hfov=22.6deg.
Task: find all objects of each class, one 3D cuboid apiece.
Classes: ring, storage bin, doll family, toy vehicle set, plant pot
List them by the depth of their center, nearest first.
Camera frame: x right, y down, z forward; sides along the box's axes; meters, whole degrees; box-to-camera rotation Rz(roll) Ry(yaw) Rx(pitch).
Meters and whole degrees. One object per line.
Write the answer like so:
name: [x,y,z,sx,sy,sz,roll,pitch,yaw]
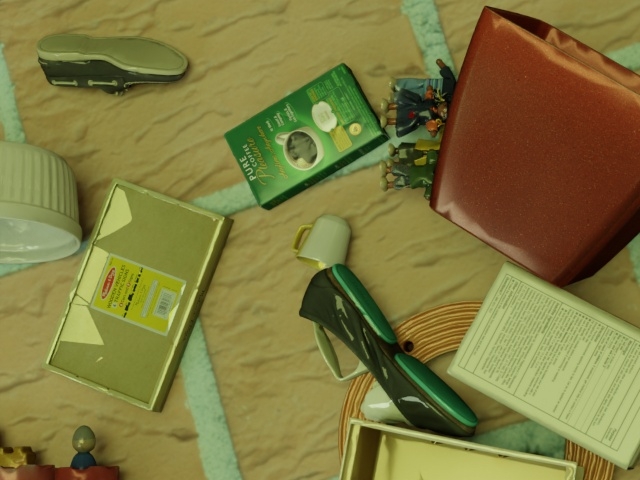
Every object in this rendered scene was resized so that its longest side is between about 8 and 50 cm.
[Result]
plant pot: [0.275,-0.096,1.838,0.267,0.267,0.235,33,105,17]
storage bin: [0.149,0.356,1.839,0.262,0.123,0.260,9,86,16]
ring: [0.186,0.239,1.924,0.337,0.032,0.336,-2,82,14]
doll family: [0.136,-0.137,1.966,0.111,0.076,0.193,-4,79,20]
toy vehicle set: [-0.235,0.069,2.059,0.166,0.035,0.266,21,88,17]

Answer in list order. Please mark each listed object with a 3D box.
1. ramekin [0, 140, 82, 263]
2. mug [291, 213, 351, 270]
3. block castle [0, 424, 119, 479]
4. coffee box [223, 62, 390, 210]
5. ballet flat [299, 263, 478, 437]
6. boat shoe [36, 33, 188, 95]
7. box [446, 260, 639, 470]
ramekin: [-0.407,-0.050,2.041,0.207,0.207,0.109,-5,72,15]
mug: [0.002,0.000,1.993,0.078,0.062,0.064,19,80,10]
block castle: [-0.494,0.330,1.958,0.453,0.303,0.212,-4,81,14]
coffee box: [-0.019,-0.130,2.024,0.184,0.040,0.113,-31,75,9]
ballet flat: [0.073,0.151,1.911,0.096,0.095,0.280,-48,62,15]
boat shoe: [-0.271,-0.226,2.108,0.206,0.075,0.065,8,128,11]
box: [0.285,0.144,1.828,0.232,0.127,0.148,28,89,16]
